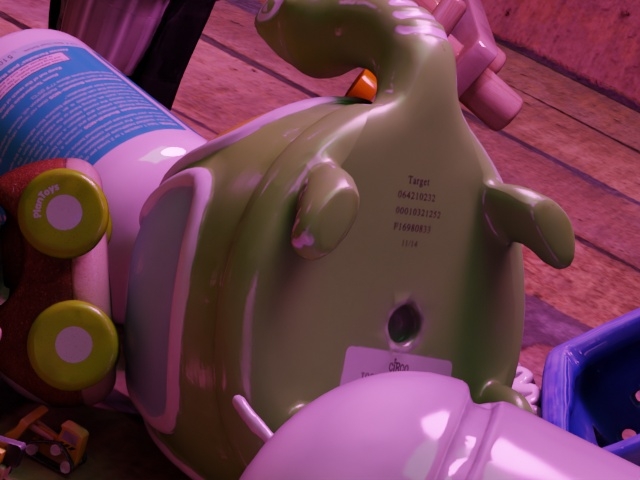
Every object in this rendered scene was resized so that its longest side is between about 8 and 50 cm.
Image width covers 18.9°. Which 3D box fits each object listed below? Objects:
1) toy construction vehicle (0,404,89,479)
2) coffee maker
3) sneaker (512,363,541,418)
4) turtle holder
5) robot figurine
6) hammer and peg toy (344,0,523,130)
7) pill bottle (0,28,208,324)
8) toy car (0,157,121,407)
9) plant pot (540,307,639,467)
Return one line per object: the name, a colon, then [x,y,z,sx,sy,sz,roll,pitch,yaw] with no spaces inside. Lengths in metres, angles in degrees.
toy construction vehicle: [-0.185,0.102,1.084,0.098,0.035,0.086,28,17,11]
coffee maker: [-0.161,-0.151,1.649,0.171,0.178,0.120,11,23,-33]
sneaker: [0.077,0.110,1.349,0.118,0.110,0.292,-6,31,-15]
turtle holder: [-0.012,0.012,1.142,0.243,0.320,0.227,-27,22,-36]
robot figurine: [0.095,0.190,0.912,0.353,0.200,0.300,25,29,3]
hammer and peg toy: [0.061,-0.092,1.643,0.127,0.266,0.361,41,13,-11]
pill bottle: [-0.153,-0.036,1.362,0.146,0.146,0.264,7,23,-45]
toy car: [-0.216,0.030,1.138,0.188,0.149,0.155,-4,-3,-5]
plant pot: [0.287,0.150,1.203,0.212,0.236,0.236,62,15,-12]
